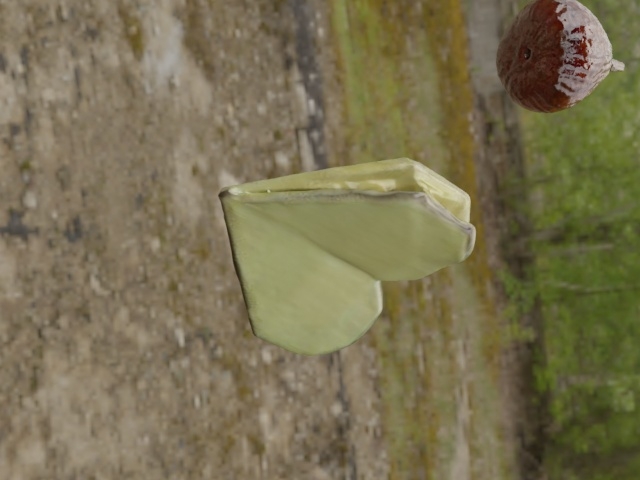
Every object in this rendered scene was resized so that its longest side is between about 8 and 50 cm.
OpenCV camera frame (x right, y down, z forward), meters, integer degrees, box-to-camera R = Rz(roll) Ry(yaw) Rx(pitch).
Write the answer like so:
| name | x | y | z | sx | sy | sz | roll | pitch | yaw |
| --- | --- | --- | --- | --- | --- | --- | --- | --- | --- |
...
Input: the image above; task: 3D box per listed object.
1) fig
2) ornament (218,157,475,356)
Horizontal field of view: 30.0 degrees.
| name | x | y | z | sx | sy | sz | roll | pitch | yaw |
| --- | --- | --- | --- | --- | --- | --- | --- | --- | --- |
| fig | 0.255 | -0.177 | 1.227 | 0.153 | 0.119 | 0.119 | 28 | 42 | -22 |
| ornament | 0.000 | 0.000 | 0.906 | 0.180 | 0.201 | 0.059 | 29 | 41 | -26 |
